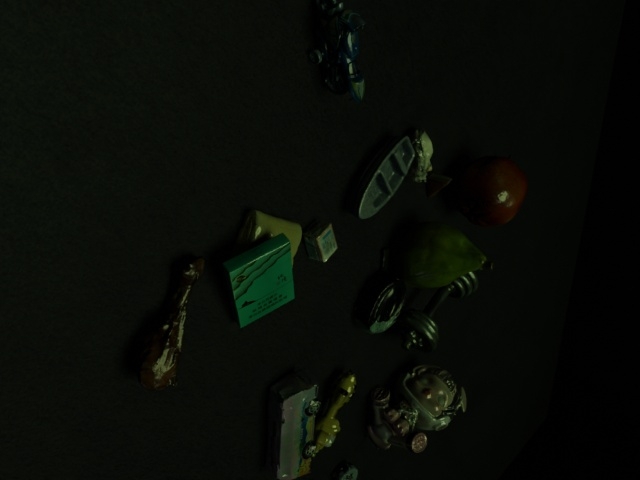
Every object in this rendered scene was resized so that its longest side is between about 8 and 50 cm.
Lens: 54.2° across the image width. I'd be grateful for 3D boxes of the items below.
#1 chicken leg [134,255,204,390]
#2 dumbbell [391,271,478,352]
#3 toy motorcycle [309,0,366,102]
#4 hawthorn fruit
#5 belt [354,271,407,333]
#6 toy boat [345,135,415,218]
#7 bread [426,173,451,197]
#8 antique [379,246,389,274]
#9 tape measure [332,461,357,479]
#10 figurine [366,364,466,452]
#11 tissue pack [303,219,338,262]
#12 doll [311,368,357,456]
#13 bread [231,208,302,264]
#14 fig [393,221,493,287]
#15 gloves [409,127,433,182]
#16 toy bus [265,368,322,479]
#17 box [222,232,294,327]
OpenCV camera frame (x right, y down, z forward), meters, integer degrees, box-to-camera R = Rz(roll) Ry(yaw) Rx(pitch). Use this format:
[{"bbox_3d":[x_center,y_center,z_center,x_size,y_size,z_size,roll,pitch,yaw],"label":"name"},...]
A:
[{"bbox_3d":[-0.317,0.173,1.343,0.113,0.093,0.304,42,65,-70],"label":"chicken leg"},{"bbox_3d":[0.400,0.218,2.174,0.406,0.179,0.179,-50,140,-25],"label":"dumbbell"},{"bbox_3d":[0.050,-0.445,1.442,0.092,0.136,0.254,-38,134,-34],"label":"toy motorcycle"},{"bbox_3d":[0.592,-0.199,2.157,0.300,0.254,0.254,-57,142,-20],"label":"hawthorn fruit"},{"bbox_3d":[0.191,0.200,1.976,0.151,0.078,0.198,38,82,-47],"label":"belt"},{"bbox_3d":[0.167,-0.175,1.772,0.283,0.078,0.127,-53,142,-19],"label":"toy boat"},{"bbox_3d":[0.377,-0.189,2.049,0.062,0.109,0.043,47,55,-3],"label":"bread"},{"bbox_3d":[0.203,0.112,2.009,0.031,0.015,0.191,-25,125,-43],"label":"antique"},{"bbox_3d":[0.084,0.819,2.176,0.094,0.054,0.091,-23,123,-33],"label":"tape measure"},{"bbox_3d":[0.339,0.590,2.264,0.362,0.253,0.211,-28,171,-32],"label":"figurine"},{"bbox_3d":[0.000,0.000,1.664,0.074,0.059,0.094,-45,138,-30],"label":"tissue pack"},{"bbox_3d":[0.038,0.542,1.957,0.117,0.086,0.290,38,76,-83],"label":"doll"},{"bbox_3d":[-0.125,0.007,1.510,0.178,0.060,0.139,14,96,-53],"label":"bread"},{"bbox_3d":[0.392,0.049,1.995,0.233,0.315,0.232,-3,90,-72],"label":"fig"},{"bbox_3d":[0.295,-0.260,1.888,0.114,0.071,0.153,-54,146,-47],"label":"gloves"},{"bbox_3d":[-0.084,0.531,1.789,0.138,0.112,0.316,-14,118,-36],"label":"toy bus"},{"bbox_3d":[-0.141,0.098,1.476,0.161,0.042,0.226,-29,145,-22],"label":"box"}]
